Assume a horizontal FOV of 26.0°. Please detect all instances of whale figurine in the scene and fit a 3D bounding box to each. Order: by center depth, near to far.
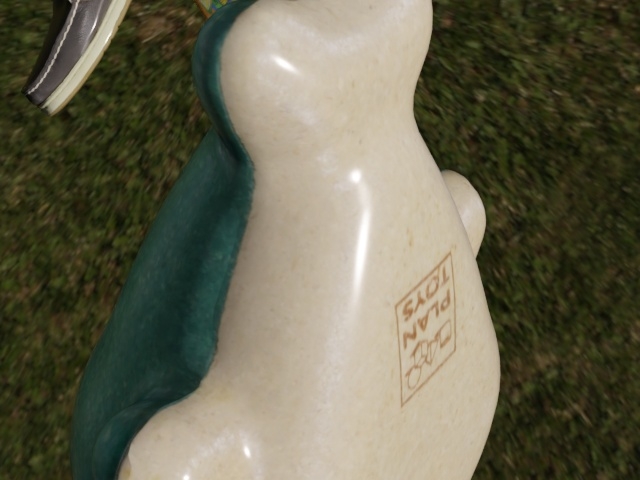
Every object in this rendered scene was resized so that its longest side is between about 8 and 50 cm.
[{"bbox_3d":[-0.021,0.022,0.506,0.141,0.216,0.272,19,129,28],"label":"whale figurine"}]

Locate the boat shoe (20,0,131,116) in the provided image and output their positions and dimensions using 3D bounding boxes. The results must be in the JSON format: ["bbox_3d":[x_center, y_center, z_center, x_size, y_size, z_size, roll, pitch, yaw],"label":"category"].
[{"bbox_3d":[-0.163,-0.198,0.980,0.073,0.080,0.224,28,87,-22],"label":"boat shoe"}]

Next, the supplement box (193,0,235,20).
[{"bbox_3d":[-0.032,-0.241,1.348,0.080,0.233,0.078,-41,76,30],"label":"supplement box"}]
